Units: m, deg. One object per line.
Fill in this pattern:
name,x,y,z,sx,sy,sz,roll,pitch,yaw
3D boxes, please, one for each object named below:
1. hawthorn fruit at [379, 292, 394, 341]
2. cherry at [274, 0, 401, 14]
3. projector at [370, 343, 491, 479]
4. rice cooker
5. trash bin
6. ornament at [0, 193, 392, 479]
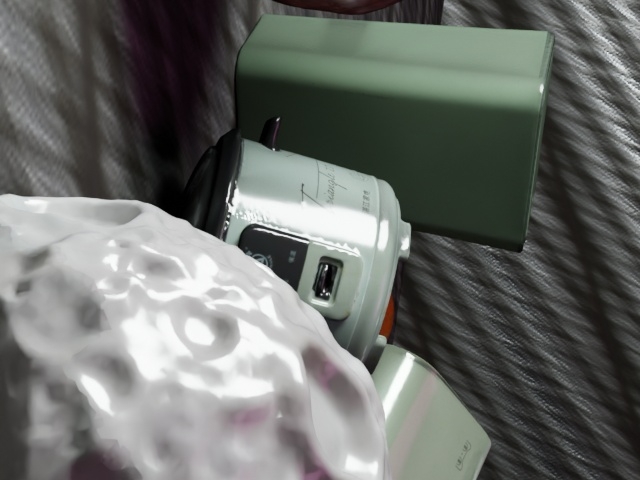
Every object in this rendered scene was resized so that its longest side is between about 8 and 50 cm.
hawthorn fruit,-0.027,0.102,1.409,0.215,0.215,0.249,86,17,-49
cherry,0.020,-0.373,1.043,0.326,0.291,0.335,-54,142,-28
projector,0.035,0.290,1.544,0.248,0.248,0.249,50,56,-36
rice cooker,-0.053,0.026,1.165,0.241,0.227,0.280,-162,-92,-80
trash bin,0.086,-0.135,1.429,0.158,0.344,0.222,-65,160,-51
ornament,-0.121,0.150,0.614,0.337,0.337,0.337,9,90,-79
